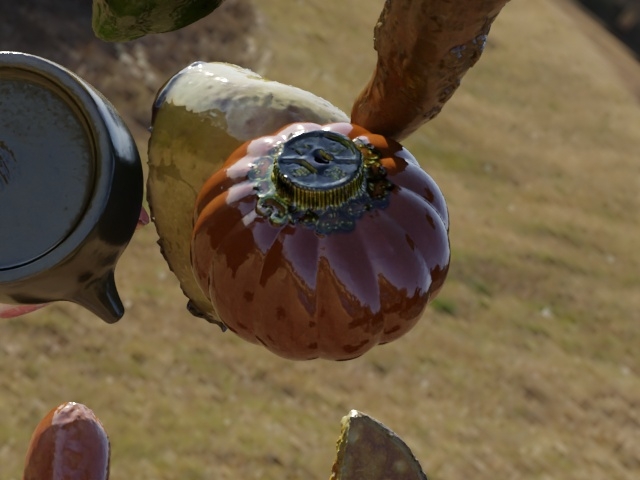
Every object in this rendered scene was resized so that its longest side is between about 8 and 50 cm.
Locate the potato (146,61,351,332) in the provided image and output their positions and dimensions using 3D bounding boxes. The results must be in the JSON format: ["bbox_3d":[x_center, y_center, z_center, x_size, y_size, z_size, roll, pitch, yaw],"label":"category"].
[{"bbox_3d":[-0.034,-0.038,1.745,0.242,0.285,0.242,-5,8,1],"label":"potato"}]

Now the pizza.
[{"bbox_3d":[0.052,0.271,1.931,0.046,0.134,0.175,-15,-81,62],"label":"pizza"}]

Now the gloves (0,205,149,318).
[{"bbox_3d":[-0.314,0.020,1.981,0.126,0.241,0.145,49,7,-29],"label":"gloves"}]

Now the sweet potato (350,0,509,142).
[{"bbox_3d":[0.100,-0.188,1.455,0.095,0.354,0.106,22,40,-6],"label":"sweet potato"}]

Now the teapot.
[{"bbox_3d":[-0.234,-0.050,1.379,0.268,0.185,0.175,57,-1,12],"label":"teapot"}]

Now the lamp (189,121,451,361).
[{"bbox_3d":[0.000,0.000,1.489,0.223,0.223,0.196,46,-27,33],"label":"lamp"}]

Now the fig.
[{"bbox_3d":[-0.131,-0.213,1.344,0.123,0.156,0.123,27,47,-32],"label":"fig"}]

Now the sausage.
[{"bbox_3d":[-0.309,0.323,2.111,0.113,0.259,0.113,8,-10,1],"label":"sausage"}]
